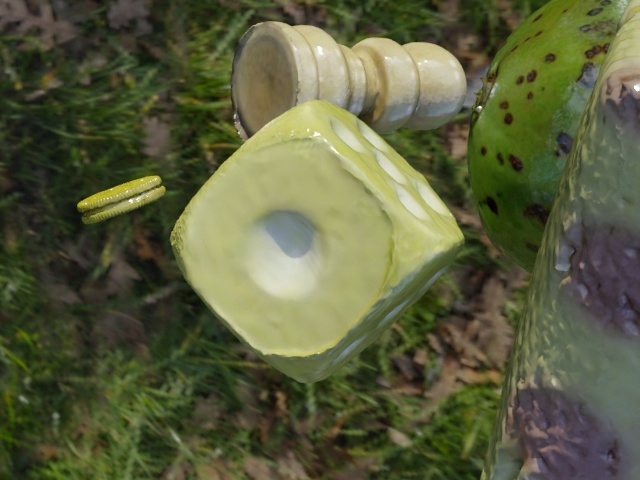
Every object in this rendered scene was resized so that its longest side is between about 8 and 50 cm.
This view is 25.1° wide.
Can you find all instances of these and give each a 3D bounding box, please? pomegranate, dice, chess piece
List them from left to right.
[{"bbox_3d":[0.000,0.000,1.144,0.166,0.169,0.169,-45,81,15],"label":"dice"},{"bbox_3d":[0.043,-0.172,1.583,0.261,0.143,0.142,-6,98,-34],"label":"chess piece"},{"bbox_3d":[0.244,-0.075,1.160,0.271,0.254,0.254,16,89,-20],"label":"pomegranate"}]

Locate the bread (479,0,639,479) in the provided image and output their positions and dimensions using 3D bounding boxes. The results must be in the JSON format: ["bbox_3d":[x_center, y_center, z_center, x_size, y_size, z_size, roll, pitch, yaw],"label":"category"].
[{"bbox_3d":[0.188,0.044,0.778,0.155,0.187,0.338,16,120,10],"label":"bread"}]

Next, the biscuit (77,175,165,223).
[{"bbox_3d":[-0.185,-0.038,1.335,0.084,0.084,0.023,-23,98,-19],"label":"biscuit"}]
